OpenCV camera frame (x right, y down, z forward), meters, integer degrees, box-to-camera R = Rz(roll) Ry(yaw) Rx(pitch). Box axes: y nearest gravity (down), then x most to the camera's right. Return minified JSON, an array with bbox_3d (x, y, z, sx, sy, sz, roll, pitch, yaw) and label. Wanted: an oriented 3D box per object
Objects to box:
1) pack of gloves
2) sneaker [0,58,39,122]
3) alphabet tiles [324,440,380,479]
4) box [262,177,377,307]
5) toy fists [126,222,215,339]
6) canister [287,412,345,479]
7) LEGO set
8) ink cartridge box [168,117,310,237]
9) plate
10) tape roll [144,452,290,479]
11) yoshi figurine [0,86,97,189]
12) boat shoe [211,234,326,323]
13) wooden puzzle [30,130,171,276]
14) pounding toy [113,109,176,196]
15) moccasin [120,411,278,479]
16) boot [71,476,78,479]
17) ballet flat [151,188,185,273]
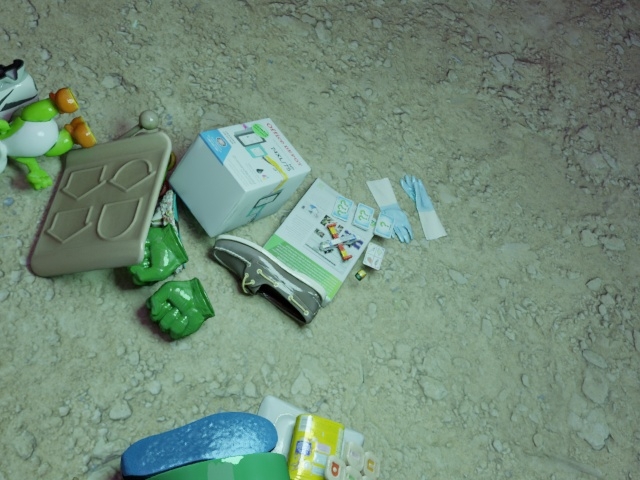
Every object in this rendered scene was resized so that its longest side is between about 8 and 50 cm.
[{"bbox_3d":[0.269,-0.106,2.178,0.195,0.046,0.232,-11,66,-28],"label":"pack of gloves"},{"bbox_3d":[-0.862,-0.318,1.789,0.330,0.146,0.122,-23,42,-8],"label":"sneaker"},{"bbox_3d":[0.078,0.609,1.612,0.278,0.021,0.284,43,45,-40],"label":"alphabet tiles"},{"bbox_3d":[0.000,0.000,1.999,0.232,0.058,0.322,36,53,0],"label":"box"},{"bbox_3d":[-0.372,0.100,1.722,0.142,0.096,0.279,-26,90,-1],"label":"toy fists"},{"bbox_3d":[-0.013,0.494,1.639,0.126,0.073,0.170,21,54,-12],"label":"canister"},{"bbox_3d":[0.103,-0.012,1.981,0.182,0.060,0.244,23,55,-5],"label":"LEGO set"},{"bbox_3d":[-0.208,-0.170,1.884,0.198,0.197,0.270,51,38,11],"label":"ink cartridge box"},{"bbox_3d":[-0.043,0.528,1.680,0.277,0.045,0.277,24,56,-8],"label":"plate"},{"bbox_3d":[-0.219,0.509,1.446,0.321,0.321,0.077,-2,63,-24],"label":"tape roll"},{"bbox_3d":[-0.733,-0.222,1.713,0.362,0.203,0.204,-26,80,-11],"label":"yoshi figurine"},{"bbox_3d":[-0.144,0.099,1.846,0.324,0.116,0.097,31,60,-4],"label":"boat shoe"},{"bbox_3d":[-0.515,-0.080,1.734,0.321,0.080,0.348,-8,59,22],"label":"wooden puzzle"},{"bbox_3d":[-0.440,-0.203,1.885,0.110,0.183,0.237,13,50,-46],"label":"pounding toy"},{"bbox_3d":[-0.267,0.460,1.587,0.341,0.117,0.138,-3,50,-19],"label":"moccasin"},{"bbox_3d":[-0.440,0.627,1.414,0.220,0.109,0.284,15,59,-13],"label":"boot"},{"bbox_3d":[-0.394,-0.026,1.833,0.077,0.091,0.241,-7,62,-11],"label":"ballet flat"}]
